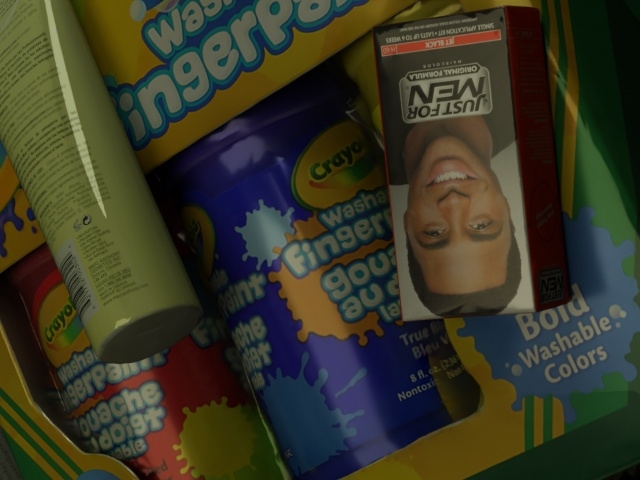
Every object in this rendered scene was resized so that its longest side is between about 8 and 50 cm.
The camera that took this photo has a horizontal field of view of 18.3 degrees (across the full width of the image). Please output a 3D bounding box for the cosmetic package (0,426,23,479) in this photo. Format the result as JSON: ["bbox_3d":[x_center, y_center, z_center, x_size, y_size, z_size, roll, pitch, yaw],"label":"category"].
[{"bbox_3d":[-0.254,0.177,1.308,0.151,0.183,0.151,-46,70,32],"label":"cosmetic package"}]

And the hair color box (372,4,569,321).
[{"bbox_3d":[0.071,-0.035,0.932,0.072,0.043,0.141,-6,92,29],"label":"hair color box"}]

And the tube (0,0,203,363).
[{"bbox_3d":[-0.134,-0.051,1.069,0.070,0.062,0.240,-24,69,-8],"label":"tube"}]

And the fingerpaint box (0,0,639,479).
[{"bbox_3d":[0.000,0.000,1.110,0.445,0.163,0.371,-29,80,35],"label":"fingerpaint box"}]

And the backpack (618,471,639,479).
[{"bbox_3d":[0.116,0.209,1.048,0.182,0.115,0.152,-18,78,36],"label":"backpack"}]
